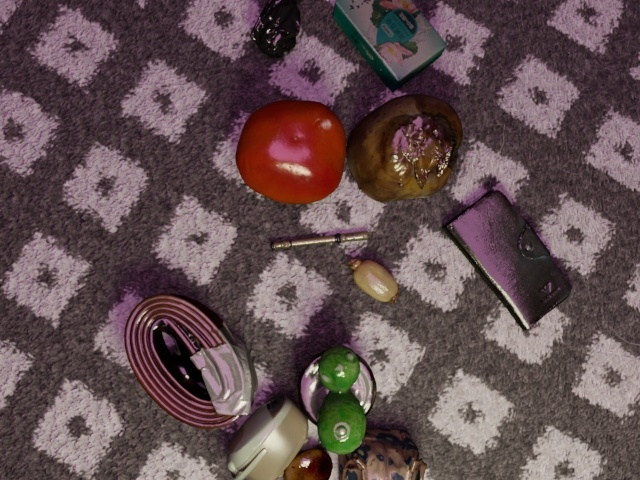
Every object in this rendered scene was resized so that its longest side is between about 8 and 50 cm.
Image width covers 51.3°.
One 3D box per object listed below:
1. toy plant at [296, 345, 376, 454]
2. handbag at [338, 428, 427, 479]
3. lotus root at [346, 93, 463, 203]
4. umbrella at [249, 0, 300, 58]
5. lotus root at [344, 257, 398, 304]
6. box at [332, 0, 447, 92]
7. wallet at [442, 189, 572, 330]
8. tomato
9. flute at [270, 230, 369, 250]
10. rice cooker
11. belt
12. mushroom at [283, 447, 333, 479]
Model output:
[{"bbox_3d":[0.037,0.332,1.434,0.175,0.235,0.218,-2,86,-2],"label":"toy plant"},{"bbox_3d":[0.135,0.548,1.444,0.190,0.193,0.251,-1,85,0],"label":"handbag"},{"bbox_3d":[0.201,-0.214,1.525,0.272,0.192,0.272,0,89,-10],"label":"lotus root"},{"bbox_3d":[-0.076,-0.597,1.576,0.118,0.118,0.340,14,80,-2],"label":"umbrella"},{"bbox_3d":[0.124,0.090,1.545,0.150,0.062,0.073,40,84,-1],"label":"lotus root"},{"bbox_3d":[0.160,-0.498,1.581,0.153,0.092,0.245,-39,89,-5],"label":"box"},{"bbox_3d":[0.451,0.043,1.578,0.172,0.045,0.318,-37,90,-4],"label":"wallet"},{"bbox_3d":[-0.062,-0.206,1.502,0.260,0.180,0.259,1,83,-11],"label":"tomato"},{"bbox_3d":[0.000,0.000,1.564,0.233,0.027,0.027,-6,86,-4],"label":"flute"},{"bbox_3d":[-0.115,0.441,1.464,0.127,0.145,0.206,36,88,-10],"label":"rice cooker"},{"bbox_3d":[-0.283,0.267,1.482,0.217,0.122,0.338,-41,87,-4],"label":"belt"},{"bbox_3d":[-0.025,0.520,1.490,0.123,0.052,0.123,-7,115,-16],"label":"mushroom"}]
